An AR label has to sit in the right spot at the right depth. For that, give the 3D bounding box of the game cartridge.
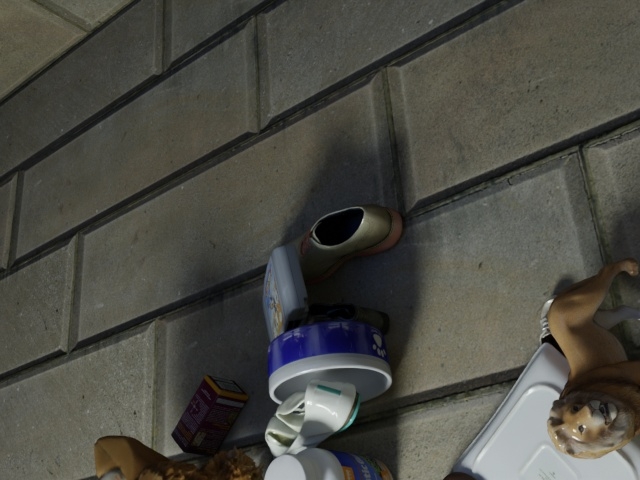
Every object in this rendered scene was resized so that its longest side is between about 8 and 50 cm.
[{"bbox_3d":[-0.089,0.151,1.915,0.297,0.062,0.198,106,150,-53],"label":"game cartridge"}]

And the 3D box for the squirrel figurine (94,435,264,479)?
[{"bbox_3d":[-0.303,0.613,1.813,0.397,0.370,0.281,-21,48,34],"label":"squirrel figurine"}]

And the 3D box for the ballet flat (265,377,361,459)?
[{"bbox_3d":[-0.045,0.399,1.737,0.400,0.139,0.139,123,141,-48],"label":"ballet flat"}]

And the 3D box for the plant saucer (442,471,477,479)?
[{"bbox_3d":[0.269,0.529,1.530,0.168,0.029,0.168,4,95,55],"label":"plant saucer"}]

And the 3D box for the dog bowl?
[{"bbox_3d":[0.018,0.274,1.738,0.265,0.265,0.104,-27,55,32],"label":"dog bowl"}]

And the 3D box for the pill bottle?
[{"bbox_3d":[0.018,0.505,1.639,0.152,0.272,0.152,-17,63,36],"label":"pill bottle"}]

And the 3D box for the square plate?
[{"bbox_3d":[0.415,0.420,1.428,0.347,0.049,0.344,48,119,40],"label":"square plate"}]

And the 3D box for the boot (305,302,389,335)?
[{"bbox_3d":[0.023,0.172,1.847,0.246,0.161,0.083,-7,68,40],"label":"boot"}]

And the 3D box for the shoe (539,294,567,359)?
[{"bbox_3d":[0.458,0.201,1.516,0.076,0.058,0.219,-23,59,34],"label":"shoe"}]

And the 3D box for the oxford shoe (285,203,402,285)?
[{"bbox_3d":[0.000,0.000,1.946,0.397,0.146,0.140,-28,59,32],"label":"oxford shoe"}]

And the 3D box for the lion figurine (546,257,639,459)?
[{"bbox_3d":[0.474,0.193,1.381,0.240,0.142,0.392,-15,36,9],"label":"lion figurine"}]

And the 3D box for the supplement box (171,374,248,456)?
[{"bbox_3d":[-0.282,0.448,2.049,0.081,0.104,0.188,37,98,45],"label":"supplement box"}]
